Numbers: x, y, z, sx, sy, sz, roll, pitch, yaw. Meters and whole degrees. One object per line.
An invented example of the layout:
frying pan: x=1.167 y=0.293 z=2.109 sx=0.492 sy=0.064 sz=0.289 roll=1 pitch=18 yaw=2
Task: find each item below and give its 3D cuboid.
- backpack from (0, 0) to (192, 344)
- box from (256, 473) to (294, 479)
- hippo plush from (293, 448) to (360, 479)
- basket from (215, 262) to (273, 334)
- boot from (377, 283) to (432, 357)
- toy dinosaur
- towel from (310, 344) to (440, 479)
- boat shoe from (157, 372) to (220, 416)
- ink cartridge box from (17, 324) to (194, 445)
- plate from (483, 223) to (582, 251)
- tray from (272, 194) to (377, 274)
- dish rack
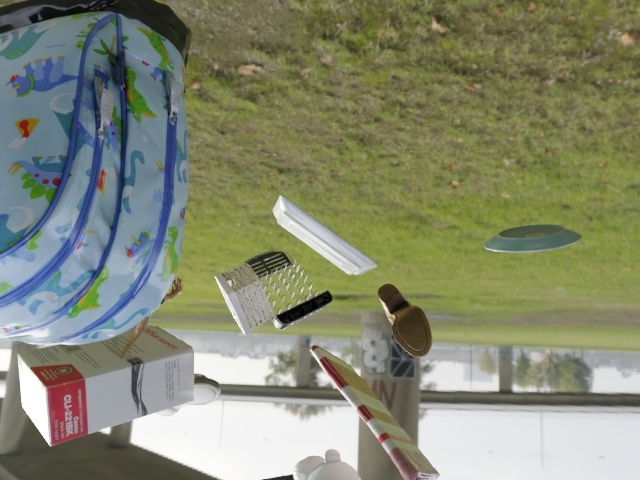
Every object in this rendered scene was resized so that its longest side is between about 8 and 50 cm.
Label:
backpack: x=-0.275 y=-0.070 z=0.564 sx=0.290 sy=0.355 sz=0.273 roll=-9 pitch=175 yaw=10
box: x=-0.089 y=0.977 z=1.491 sx=0.297 sy=0.471 sz=0.480 roll=-11 pitch=132 yaw=6
hippo plush: x=-0.039 y=0.532 z=1.119 sx=0.234 sy=0.236 sz=0.294 roll=50 pitch=150 yaw=-10
basket: x=-0.213 y=0.162 z=1.551 sx=0.103 sy=0.167 sz=0.113 roll=-28 pitch=-141 yaw=-14
boot: x=0.194 y=0.188 z=1.109 sx=0.073 sy=0.197 sz=0.152 roll=-31 pitch=129 yaw=6
toy dinosaur: x=-0.317 y=0.103 z=1.007 sx=0.112 sy=0.211 sz=0.064 roll=-5 pitch=-158 yaw=-29
towel: x=0.113 y=0.373 z=1.160 sx=0.329 sy=0.037 sz=0.237 roll=47 pitch=180 yaw=33
boat shoe: x=-0.403 y=0.440 z=1.627 sx=0.112 sy=0.095 sz=0.335 roll=37 pitch=134 yaw=-25
ink cartridge box: x=-0.408 y=0.263 z=1.054 sx=0.273 sy=0.114 sz=0.197 roll=-8 pitch=-167 yaw=-40
plate: x=0.428 y=-0.009 z=1.109 sx=0.188 sy=0.024 sz=0.188 roll=-9 pitch=-171 yaw=1
tray: x=0.000 y=0.000 z=1.274 sx=0.270 sy=0.030 sz=0.145 roll=36 pitch=163 yaw=-3
dish rack: x=-0.119 y=0.139 z=1.718 sx=0.208 sy=0.271 sz=0.074 roll=-22 pitch=154 yaw=-36
